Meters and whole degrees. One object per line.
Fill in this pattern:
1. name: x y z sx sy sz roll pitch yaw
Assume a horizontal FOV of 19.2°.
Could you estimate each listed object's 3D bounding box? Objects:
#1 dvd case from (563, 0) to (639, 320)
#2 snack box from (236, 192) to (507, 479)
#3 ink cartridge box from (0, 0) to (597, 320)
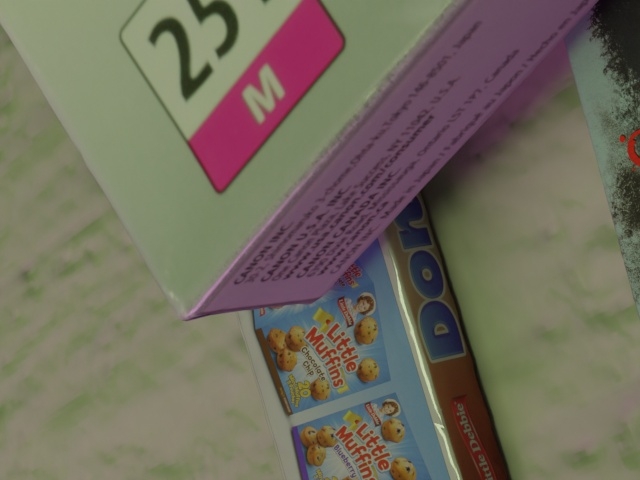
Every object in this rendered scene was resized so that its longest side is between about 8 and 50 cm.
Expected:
1. dvd case: 0.099 -0.031 0.432 0.087 0.013 0.119 -18 84 44
2. snack box: 0.000 0.000 0.525 0.064 0.022 0.178 -23 80 41
3. ink cartridge box: 0.001 -0.157 0.459 0.275 0.060 0.239 -48 64 31
